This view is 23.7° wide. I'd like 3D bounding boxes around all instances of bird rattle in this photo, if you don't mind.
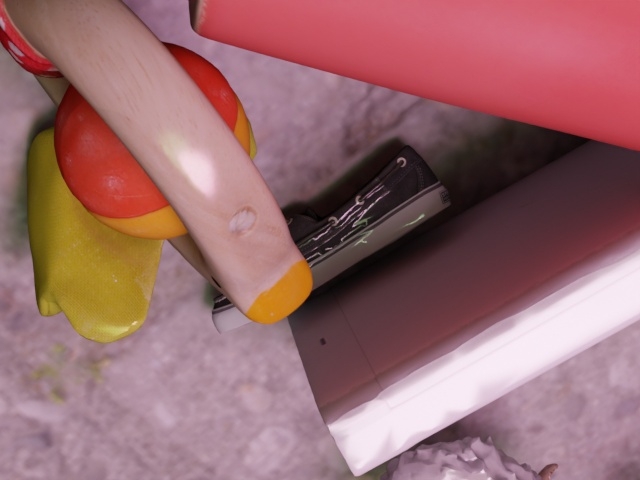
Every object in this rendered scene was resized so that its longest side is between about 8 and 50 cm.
[{"bbox_3d":[-0.083,-0.066,0.651,0.143,0.207,0.253,-35,135,-18],"label":"bird rattle"}]

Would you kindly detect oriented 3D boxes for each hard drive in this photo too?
[{"bbox_3d":[0.132,-0.004,0.747,0.308,0.203,0.040,-30,102,0],"label":"hard drive"}]

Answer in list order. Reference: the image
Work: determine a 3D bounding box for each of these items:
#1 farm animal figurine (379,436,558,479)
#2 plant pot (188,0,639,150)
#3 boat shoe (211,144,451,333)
[{"bbox_3d":[0.140,0.265,0.940,0.327,0.172,0.330,17,121,-13],"label":"farm animal figurine"},{"bbox_3d":[0.075,-0.169,0.609,0.243,0.275,0.274,3,119,-9],"label":"plant pot"},{"bbox_3d":[0.000,0.000,0.804,0.142,0.049,0.040,-31,91,3],"label":"boat shoe"}]
